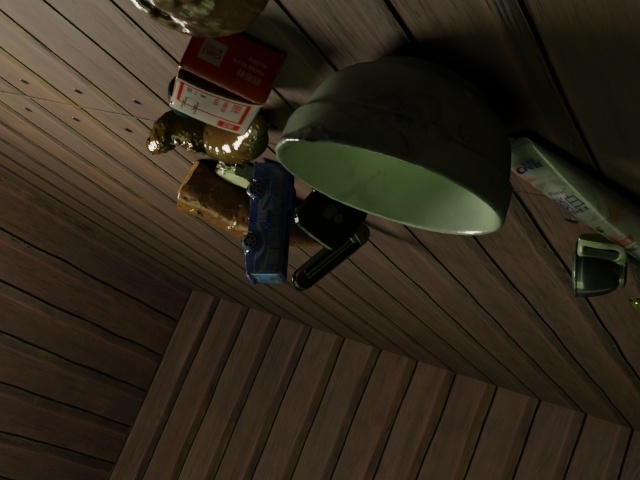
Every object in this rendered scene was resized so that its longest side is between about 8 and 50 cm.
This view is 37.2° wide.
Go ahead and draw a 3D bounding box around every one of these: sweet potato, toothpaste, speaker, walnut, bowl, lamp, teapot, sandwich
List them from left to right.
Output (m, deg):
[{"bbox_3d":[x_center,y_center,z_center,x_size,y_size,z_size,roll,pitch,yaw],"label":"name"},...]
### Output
[{"bbox_3d":[-0.137,-0.297,0.992,0.184,0.155,0.155,25,168,-36],"label":"walnut"},{"bbox_3d":[-0.204,-0.243,1.572,0.095,0.060,0.075,-12,170,-8],"label":"speaker"},{"bbox_3d":[-0.177,-0.182,1.645,0.310,0.098,0.124,6,-176,39],"label":"sweet potato"},{"bbox_3d":[-0.172,-0.140,1.962,0.105,0.035,0.093,19,168,20],"label":"sandwich"},{"bbox_3d":[-0.149,-0.058,2.069,0.337,0.131,0.131,25,167,-13],"label":"sweet potato"},{"bbox_3d":[-0.005,-0.004,1.902,0.124,0.203,0.283,40,174,9],"label":"lamp"},{"bbox_3d":[0.110,-0.128,1.228,0.307,0.163,0.307,20,167,5],"label":"bowl"},{"bbox_3d":[0.385,-0.051,1.326,0.323,0.066,0.100,31,165,-14],"label":"toothpaste"},{"bbox_3d":[0.455,0.045,1.544,0.091,0.092,0.124,1,168,16],"label":"teapot"}]

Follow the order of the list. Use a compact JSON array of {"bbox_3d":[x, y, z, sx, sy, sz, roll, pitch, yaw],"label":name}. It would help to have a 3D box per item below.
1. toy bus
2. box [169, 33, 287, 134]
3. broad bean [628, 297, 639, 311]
[{"bbox_3d":[-0.099,-0.033,1.843,0.094,0.236,0.079,4,163,2],"label":"toy bus"},{"bbox_3d":[-0.140,-0.230,1.377,0.133,0.099,0.182,23,168,-11],"label":"box"},{"bbox_3d":[0.697,0.166,1.707,0.325,0.067,0.075,22,-162,-7],"label":"broad bean"}]
